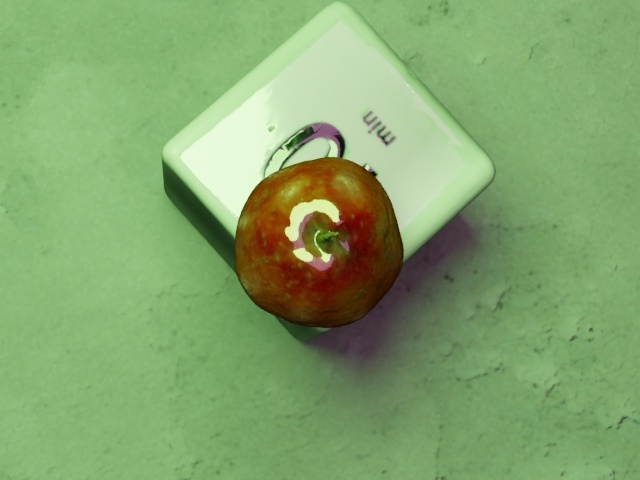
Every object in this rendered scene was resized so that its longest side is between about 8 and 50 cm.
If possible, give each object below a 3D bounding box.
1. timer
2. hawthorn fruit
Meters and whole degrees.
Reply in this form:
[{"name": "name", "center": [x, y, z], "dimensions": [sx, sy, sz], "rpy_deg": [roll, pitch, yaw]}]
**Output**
[{"name": "timer", "center": [0.000, -0.050, 1.087], "dimensions": [0.195, 0.194, 0.192], "rpy_deg": [-42, 89, -10]}, {"name": "hawthorn fruit", "center": [-0.006, -0.001, 0.924], "dimensions": [0.125, 0.140, 0.125], "rpy_deg": [-4, 81, 28]}]
